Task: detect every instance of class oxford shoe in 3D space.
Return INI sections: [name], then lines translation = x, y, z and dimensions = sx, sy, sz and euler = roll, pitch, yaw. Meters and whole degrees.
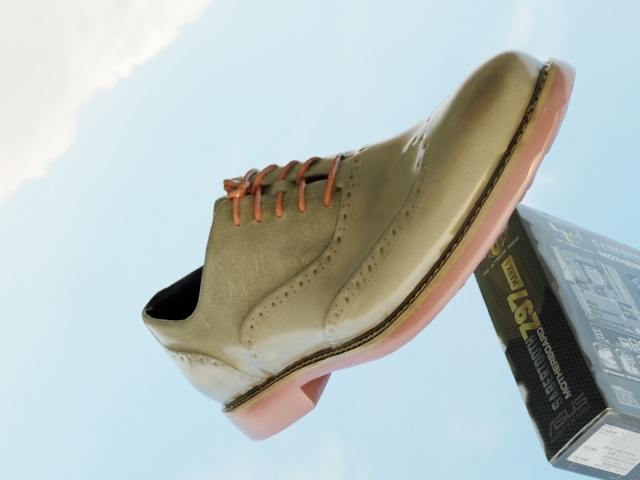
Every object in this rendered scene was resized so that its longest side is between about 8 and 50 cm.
[oxford shoe]
translation = 0.000, 0.000, 0.593
dimensions = 0.348, 0.130, 0.123
euler = -46, -170, 38

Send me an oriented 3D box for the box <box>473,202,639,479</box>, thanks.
[box]
translation = 0.222, 0.081, 0.666
dimensions = 0.059, 0.233, 0.183
euler = -54, -149, 31
